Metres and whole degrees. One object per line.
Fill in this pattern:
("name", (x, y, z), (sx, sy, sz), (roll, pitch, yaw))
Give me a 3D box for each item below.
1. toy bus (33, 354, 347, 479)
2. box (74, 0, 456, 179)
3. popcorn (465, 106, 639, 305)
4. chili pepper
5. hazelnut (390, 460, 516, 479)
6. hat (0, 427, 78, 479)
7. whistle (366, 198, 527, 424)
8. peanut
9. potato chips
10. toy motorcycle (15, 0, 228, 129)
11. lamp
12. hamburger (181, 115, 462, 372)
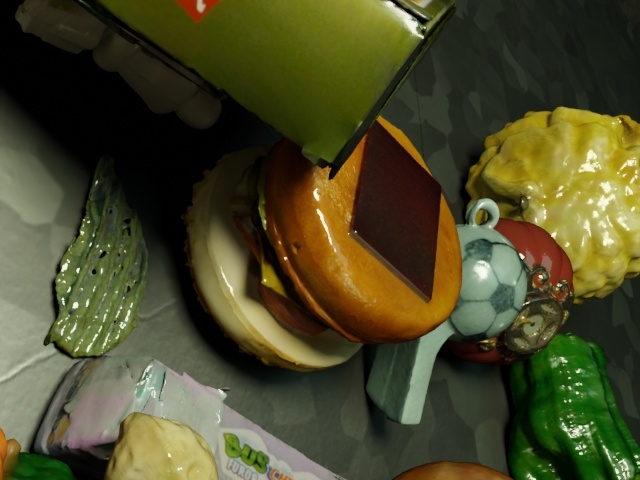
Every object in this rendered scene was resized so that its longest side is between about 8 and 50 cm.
("toy bus", (-0.093, 0.217, 0.683), (0.317, 0.138, 0.112), (40, 47, -31))
("box", (-0.066, -0.264, 0.691), (0.373, 0.138, 0.420), (37, 23, -2))
("popcorn", (0.425, -0.051, 1.297), (0.381, 0.349, 0.349), (38, 42, -67))
("chili pepper", (0.378, 0.327, 1.141), (0.167, 0.213, 0.385), (0, 62, -4))
("hazelnut", (0.173, 0.415, 0.782), (0.372, 0.315, 0.372), (-9, 90, -78))
("hat", (-0.321, 0.146, 0.440), (0.285, 0.285, 0.400), (-67, 150, -41))
("whistle", (0.172, 0.087, 0.937), (0.163, 0.163, 0.290), (0, 107, -48))
("peanut", (-0.115, 0.213, 0.558), (0.099, 0.099, 0.214), (-39, 139, -49))
("potato chips", (-0.209, 0.018, 0.731), (0.092, 0.028, 0.208), (31, 54, -38))
("toy motorcycle", (-0.180, -0.229, 0.814), (0.340, 0.107, 0.223), (8, 61, -54))
("lamp", (0.260, 0.074, 1.098), (0.227, 0.227, 0.227), (23, 57, -41))
("hamburger", (0.000, 0.000, 0.816), (0.291, 0.225, 0.291), (25, 53, -38))
